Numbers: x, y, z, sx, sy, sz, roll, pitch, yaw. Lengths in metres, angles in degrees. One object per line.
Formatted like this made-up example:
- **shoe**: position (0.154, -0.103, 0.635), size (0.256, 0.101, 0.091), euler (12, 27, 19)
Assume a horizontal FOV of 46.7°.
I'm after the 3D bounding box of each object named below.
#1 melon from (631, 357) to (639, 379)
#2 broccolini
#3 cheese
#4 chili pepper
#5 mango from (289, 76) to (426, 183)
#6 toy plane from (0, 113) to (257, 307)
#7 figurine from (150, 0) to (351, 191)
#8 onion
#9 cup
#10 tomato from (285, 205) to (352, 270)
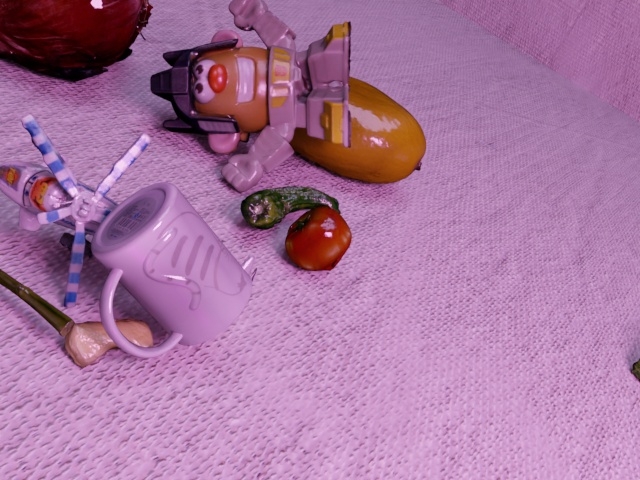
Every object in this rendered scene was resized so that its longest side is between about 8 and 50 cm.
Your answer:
- **melon**: position (0.608, 0.209, 1.054), size (0.265, 0.129, 0.169), euler (11, 37, -27)
- **broccolini**: position (-0.312, 0.020, 0.689), size (0.218, 0.042, 0.044), euler (33, 30, 20)
- **cheese**: position (-0.196, 0.095, 0.696), size (0.083, 0.030, 0.044), euler (3, 58, -42)
- **chili pepper**: position (-0.049, -0.045, 0.999), size (0.073, 0.050, 0.182), euler (2, 9, 35)
- **mango**: position (0.016, -0.196, 1.212), size (0.331, 0.142, 0.195), euler (21, 28, 5)
- **toy plane**: position (-0.199, -0.021, 0.782), size (0.273, 0.182, 0.107), euler (6, 4, -33)
- **figurine**: position (-0.091, -0.215, 1.071), size (0.308, 0.143, 0.309), euler (-4, 59, 6)
- **onion**: position (-0.359, -0.354, 1.088), size (0.221, 0.281, 0.281), euler (68, 26, -16)
- **cup**: position (-0.139, 0.034, 0.692), size (0.133, 0.099, 0.136), euler (56, 20, -31)
- **tomato**: position (0.000, 0.000, 0.943), size (0.075, 0.087, 0.087), euler (46, 25, -18)
